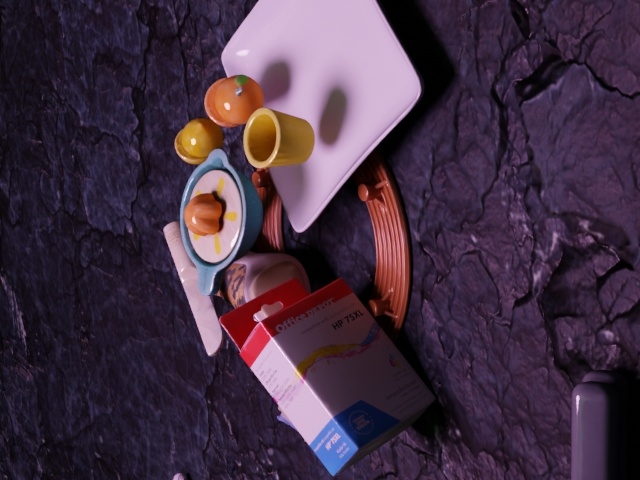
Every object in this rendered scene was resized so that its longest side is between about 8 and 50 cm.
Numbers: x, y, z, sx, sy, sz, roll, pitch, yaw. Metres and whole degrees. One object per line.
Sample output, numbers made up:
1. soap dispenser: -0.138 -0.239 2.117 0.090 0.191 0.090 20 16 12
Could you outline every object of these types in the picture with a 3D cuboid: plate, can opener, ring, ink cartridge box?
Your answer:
1. plate: 0.005 -0.194 1.776 0.277 0.045 0.278 -48 55 41
2. can opener: 0.294 0.270 1.488 0.095 0.076 0.283 4 104 24
3. ring: 0.000 0.000 1.884 0.337 0.032 0.336 23 118 54
4. ink cartridge box: 0.005 0.138 1.771 0.231 0.134 0.078 51 142 14

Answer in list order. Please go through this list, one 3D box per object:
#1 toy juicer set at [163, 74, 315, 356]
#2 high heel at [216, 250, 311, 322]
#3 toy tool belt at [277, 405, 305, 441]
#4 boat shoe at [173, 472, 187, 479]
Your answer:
1. toy juicer set: -0.140 -0.050 1.845 0.209 0.089 0.329 49 124 40
2. high heel: -0.086 0.083 1.943 0.261 0.093 0.186 64 151 27
3. toy tool belt: -0.034 0.226 1.983 0.083 0.052 0.051 24 110 54
4. boat shoe: -0.197 0.399 2.309 0.035 0.035 0.100 -11 85 31
